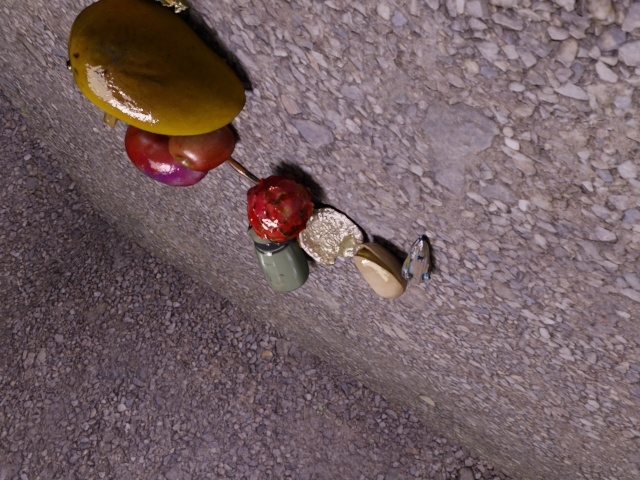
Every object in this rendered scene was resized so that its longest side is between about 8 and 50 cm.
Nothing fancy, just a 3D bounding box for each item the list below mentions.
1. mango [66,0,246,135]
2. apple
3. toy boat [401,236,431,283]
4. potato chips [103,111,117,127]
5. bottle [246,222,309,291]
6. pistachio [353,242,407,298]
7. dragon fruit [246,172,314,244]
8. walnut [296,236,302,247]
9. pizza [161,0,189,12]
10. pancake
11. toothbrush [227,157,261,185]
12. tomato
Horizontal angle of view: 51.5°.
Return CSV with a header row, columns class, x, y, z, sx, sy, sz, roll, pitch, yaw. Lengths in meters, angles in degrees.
class,x,y,z,sx,sy,sz,roll,pitch,yaw
mango,-0.396,-0.419,1.642,0.445,0.301,0.220,18,-176,-21
apple,-0.351,-0.291,1.980,0.181,0.168,0.181,27,158,12
toy boat,0.274,0.054,1.845,0.085,0.066,0.210,1,144,2
potato chips,-0.699,-0.488,2.263,0.057,0.080,0.407,25,162,-15
bottle,-0.151,0.030,2.358,0.169,0.168,0.347,25,152,30
pistachio,0.187,0.086,1.973,0.145,0.117,0.200,11,143,55
dragon fruit,-0.126,-0.095,1.989,0.210,0.205,0.268,34,169,1
walnut,0.000,0.000,2.161,0.143,0.069,0.170,44,150,-15
pizza,-0.410,-0.622,1.500,0.288,0.075,0.280,40,164,-11
pancake,0.030,-0.010,2.046,0.235,0.029,0.211,-4,121,34
toothbrush,-0.178,-0.168,2.163,0.321,0.023,0.031,38,157,-3
tomato,-0.544,-0.282,2.312,0.335,0.176,0.289,32,162,12
